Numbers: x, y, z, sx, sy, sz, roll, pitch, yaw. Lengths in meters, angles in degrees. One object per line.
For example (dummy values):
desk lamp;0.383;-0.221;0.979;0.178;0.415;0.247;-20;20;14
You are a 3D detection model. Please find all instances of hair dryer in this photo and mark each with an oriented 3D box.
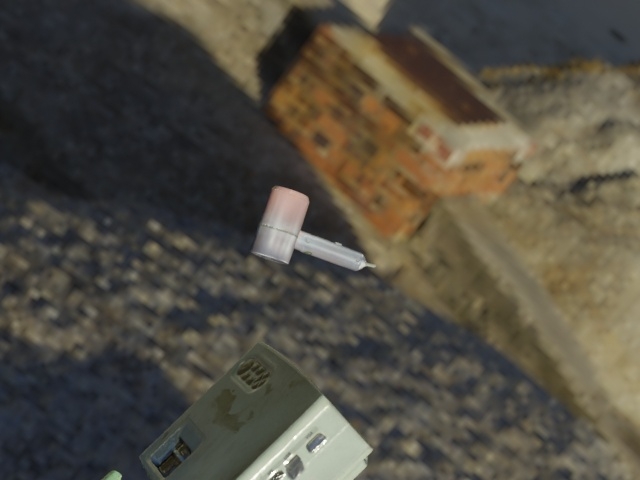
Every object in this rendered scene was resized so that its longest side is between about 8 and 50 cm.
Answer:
hair dryer;0.000;0.000;1.687;0.114;0.063;0.037;21;-5;-14

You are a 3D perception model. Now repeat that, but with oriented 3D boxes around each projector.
projector;-0.040;0.134;1.177;0.061;0.115;0.147;50;-6;-19

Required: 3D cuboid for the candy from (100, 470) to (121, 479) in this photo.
candy;-0.206;0.217;1.208;0.078;0.084;0.287;54;33;-3
